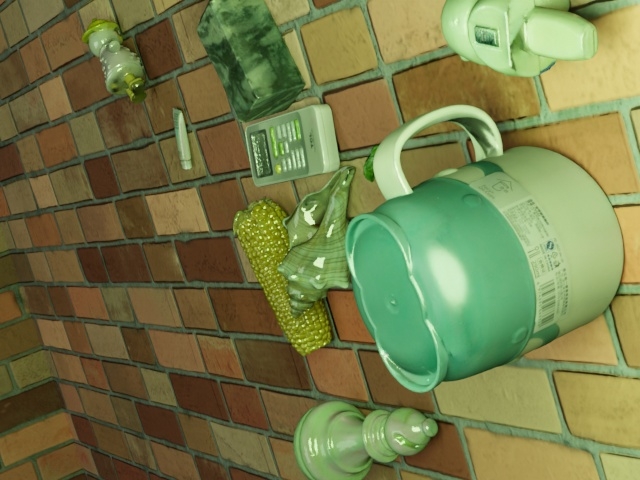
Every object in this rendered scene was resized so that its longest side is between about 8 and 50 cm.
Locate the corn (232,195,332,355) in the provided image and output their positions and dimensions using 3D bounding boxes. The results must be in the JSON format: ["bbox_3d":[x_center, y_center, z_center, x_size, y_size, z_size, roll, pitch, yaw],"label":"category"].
[{"bbox_3d":[-0.057,0.056,1.945,0.091,0.091,0.260,-22,92,60],"label":"corn"}]

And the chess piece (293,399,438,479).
[{"bbox_3d":[0.083,0.299,1.840,0.271,0.139,0.139,-22,89,53],"label":"chess piece"}]

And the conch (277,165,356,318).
[{"bbox_3d":[0.002,0.006,1.801,0.137,0.114,0.234,14,86,47],"label":"conch"}]

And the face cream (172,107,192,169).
[{"bbox_3d":[-0.252,-0.185,2.207,0.038,0.020,0.115,22,126,56],"label":"face cream"}]

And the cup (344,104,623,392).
[{"bbox_3d":[0.163,-0.003,1.332,0.219,0.257,0.290,-15,95,57],"label":"cup"}]

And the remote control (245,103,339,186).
[{"bbox_3d":[-0.046,-0.141,1.837,0.250,0.034,0.103,-4,96,63],"label":"remote control"}]

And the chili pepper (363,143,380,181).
[{"bbox_3d":[0.077,-0.108,1.655,0.034,0.030,0.091,43,154,-4],"label":"chili pepper"}]

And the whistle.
[{"bbox_3d":[0.204,-0.225,1.275,0.244,0.092,0.110,25,128,56],"label":"whistle"}]

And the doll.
[{"bbox_3d":[-0.387,-0.342,2.282,0.207,0.081,0.129,58,163,27],"label":"doll"}]

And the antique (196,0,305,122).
[{"bbox_3d":[-0.108,-0.280,1.810,0.183,0.086,0.088,64,152,10],"label":"antique"}]
